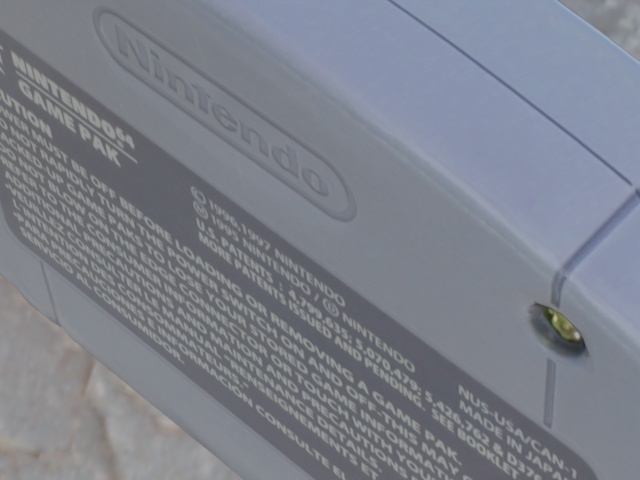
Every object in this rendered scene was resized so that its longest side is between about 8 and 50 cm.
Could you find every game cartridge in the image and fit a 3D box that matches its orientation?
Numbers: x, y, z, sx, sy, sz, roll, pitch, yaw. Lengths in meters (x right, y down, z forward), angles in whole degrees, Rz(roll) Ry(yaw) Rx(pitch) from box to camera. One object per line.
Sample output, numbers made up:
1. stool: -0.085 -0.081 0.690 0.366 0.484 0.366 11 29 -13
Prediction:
1. game cartridge: 0.000 0.000 0.456 0.297 0.198 0.062 36 59 26
